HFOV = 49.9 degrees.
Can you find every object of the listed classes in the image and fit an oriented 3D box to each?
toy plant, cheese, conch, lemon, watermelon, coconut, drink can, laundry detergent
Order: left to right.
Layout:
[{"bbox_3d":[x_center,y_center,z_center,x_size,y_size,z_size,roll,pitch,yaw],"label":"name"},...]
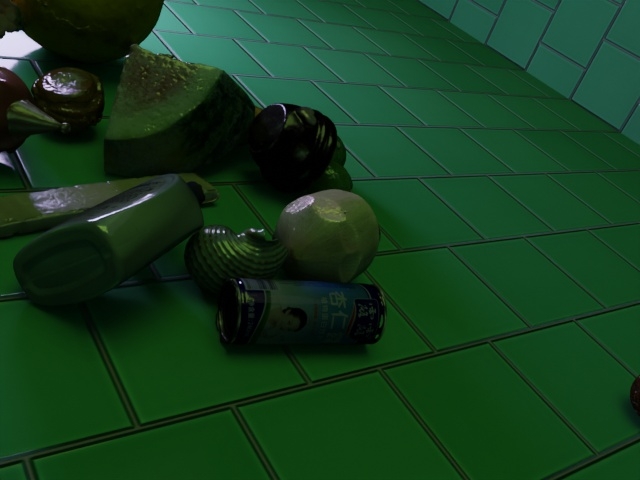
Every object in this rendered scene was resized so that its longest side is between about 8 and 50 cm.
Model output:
[{"bbox_3d":[-0.510,-0.561,1.506,0.349,0.350,0.387,7,5,-22],"label":"lemon"},{"bbox_3d":[-0.349,-0.067,1.127,0.400,0.034,0.085,-12,45,-43],"label":"cheese"},{"bbox_3d":[-0.268,-0.018,0.972,0.105,0.214,0.280,63,30,-13],"label":"laundry detergent"},{"bbox_3d":[-0.275,-0.238,1.278,0.310,0.193,0.232,-24,85,-13],"label":"watermelon"},{"bbox_3d":[-0.131,0.035,1.035,0.153,0.102,0.135,6,-16,36],"label":"conch"},{"bbox_3d":[-0.027,0.105,1.000,0.235,0.097,0.097,4,35,-27],"label":"drink can"},{"bbox_3d":[-0.027,-0.170,1.369,0.235,0.175,0.218,33,27,-39],"label":"toy plant"},{"bbox_3d":[0.000,0.000,1.115,0.171,0.171,0.183,36,32,23],"label":"coconut"}]

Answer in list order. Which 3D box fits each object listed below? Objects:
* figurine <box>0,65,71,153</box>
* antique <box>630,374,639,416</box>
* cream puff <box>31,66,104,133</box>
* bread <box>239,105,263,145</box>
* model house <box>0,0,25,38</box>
[{"bbox_3d":[-0.576,-0.208,1.103,0.386,0.166,0.207,15,-5,1],"label":"figurine"},{"bbox_3d":[0.553,0.254,1.114,0.104,0.104,0.104,15,32,-10],"label":"antique"},{"bbox_3d":[-0.466,-0.254,1.277,0.126,0.103,0.144,-4,37,-14],"label":"cream puff"},{"bbox_3d":[-0.210,-0.262,1.452,0.233,0.088,0.161,19,35,1],"label":"bread"},{"bbox_3d":[-0.729,-0.505,1.311,0.236,0.238,0.202,15,32,33],"label":"model house"}]
